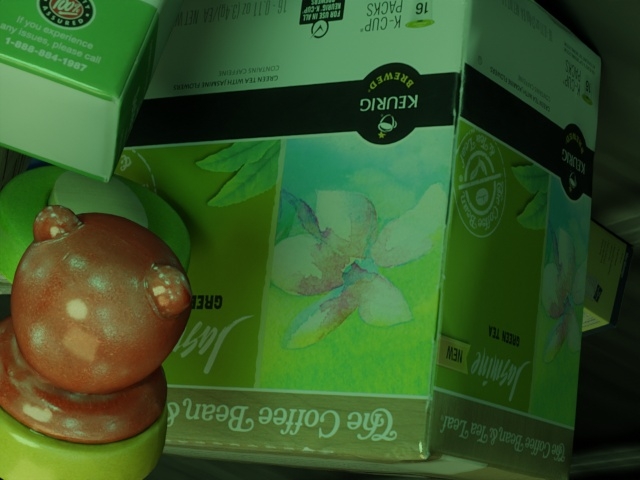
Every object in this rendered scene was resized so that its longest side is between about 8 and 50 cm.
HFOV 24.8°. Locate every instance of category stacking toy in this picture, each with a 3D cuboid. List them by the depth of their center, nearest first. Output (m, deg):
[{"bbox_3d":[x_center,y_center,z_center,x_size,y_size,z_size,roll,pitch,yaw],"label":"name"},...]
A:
[{"bbox_3d":[-0.197,-0.025,0.832,0.308,0.279,0.130,22,122,-2],"label":"stacking toy"}]

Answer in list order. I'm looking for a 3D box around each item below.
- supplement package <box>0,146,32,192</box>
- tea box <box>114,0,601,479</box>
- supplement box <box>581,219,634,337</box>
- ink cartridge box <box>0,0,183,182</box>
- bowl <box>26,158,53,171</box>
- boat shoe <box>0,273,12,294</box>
[{"bbox_3d":[-0.340,-0.053,1.062,0.199,0.263,0.198,24,146,-5],"label":"supplement package"},{"bbox_3d":[0.000,0.000,1.041,0.329,0.324,0.220,-2,167,33],"label":"tea box"},{"bbox_3d":[0.217,0.028,1.266,0.083,0.083,0.056,32,150,-22],"label":"supplement box"},{"bbox_3d":[-0.169,-0.205,0.871,0.201,0.278,0.117,19,155,-2],"label":"ink cartridge box"},{"bbox_3d":[-0.342,-0.194,1.171,0.391,0.077,0.391,14,146,10],"label":"bowl"},{"bbox_3d":[-0.456,0.004,1.600,0.320,0.118,0.103,4,146,12],"label":"boat shoe"}]
